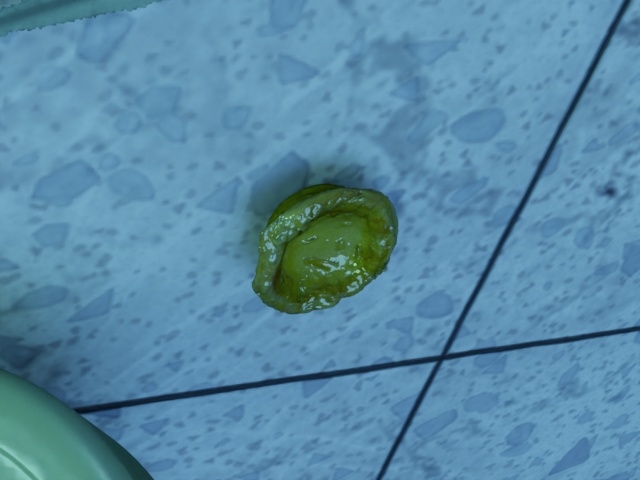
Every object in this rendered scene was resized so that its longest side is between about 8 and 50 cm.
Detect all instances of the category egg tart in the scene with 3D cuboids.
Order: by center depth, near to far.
[{"bbox_3d":[0.000,0.000,0.760,0.105,0.039,0.105,-18,141,-15],"label":"egg tart"}]

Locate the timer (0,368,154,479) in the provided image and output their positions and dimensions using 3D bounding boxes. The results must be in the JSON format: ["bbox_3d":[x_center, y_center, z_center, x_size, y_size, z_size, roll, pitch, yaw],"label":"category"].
[{"bbox_3d":[-0.184,0.225,0.759,0.291,0.291,0.315,-33,166,3],"label":"timer"}]

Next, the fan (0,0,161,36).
[{"bbox_3d":[-0.256,-0.062,0.544,0.415,0.012,0.233,-17,142,-13],"label":"fan"}]
